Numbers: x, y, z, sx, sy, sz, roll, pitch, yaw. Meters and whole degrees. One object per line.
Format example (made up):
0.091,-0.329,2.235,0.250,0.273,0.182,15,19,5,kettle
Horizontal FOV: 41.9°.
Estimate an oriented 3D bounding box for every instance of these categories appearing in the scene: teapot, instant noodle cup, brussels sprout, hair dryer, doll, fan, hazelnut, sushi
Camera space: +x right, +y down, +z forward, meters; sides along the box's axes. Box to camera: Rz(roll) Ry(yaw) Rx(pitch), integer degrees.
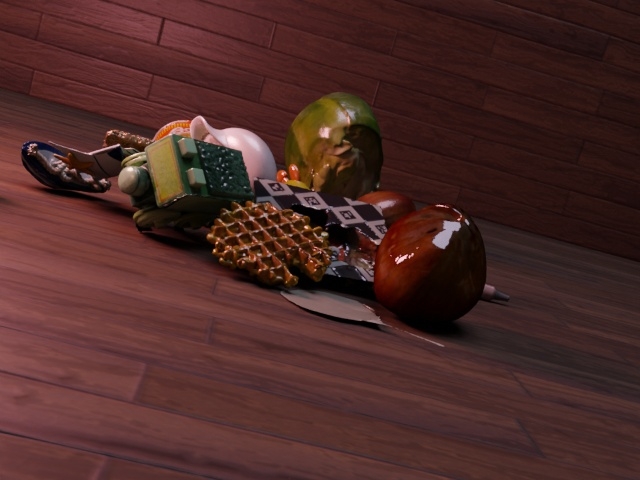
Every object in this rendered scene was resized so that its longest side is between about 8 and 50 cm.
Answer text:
-0.190,-0.135,1.840,0.139,0.204,0.298,-5,67,-59,teapot
-0.367,-0.217,2.276,0.193,0.193,0.212,13,17,-15,instant noodle cup
0.045,-0.240,2.405,0.276,0.371,0.315,-9,26,-22,brussels sprout
0.330,0.111,1.904,0.221,0.053,0.195,23,11,1,hair dryer
-0.063,-0.073,1.947,0.135,0.143,0.220,6,38,-41,doll
0.074,0.132,1.427,0.310,0.010,0.182,19,10,33,fan
0.135,-0.015,1.945,0.186,0.210,0.210,38,4,-15,hazelnut
0.000,0.000,1.705,0.292,0.059,0.294,12,36,-15,sushi
0.209,0.045,1.542,0.217,0.217,0.251,21,33,27,hazelnut

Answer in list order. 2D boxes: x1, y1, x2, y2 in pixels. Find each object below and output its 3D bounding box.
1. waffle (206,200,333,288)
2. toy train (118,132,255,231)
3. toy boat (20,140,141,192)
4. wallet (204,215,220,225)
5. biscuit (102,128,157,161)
-0.091,0.005,1.552,0.232,0.051,0.228,17,35,-4,waffle
-0.264,-0.111,1.649,0.188,0.159,0.272,-23,-15,29,toy train
-0.471,-0.167,1.722,0.291,0.066,0.221,-12,-29,35,toy boat
-0.275,-0.097,1.974,0.160,0.055,0.236,22,27,14,wallet
-0.400,-0.171,1.765,0.131,0.026,0.237,17,-20,-16,biscuit
